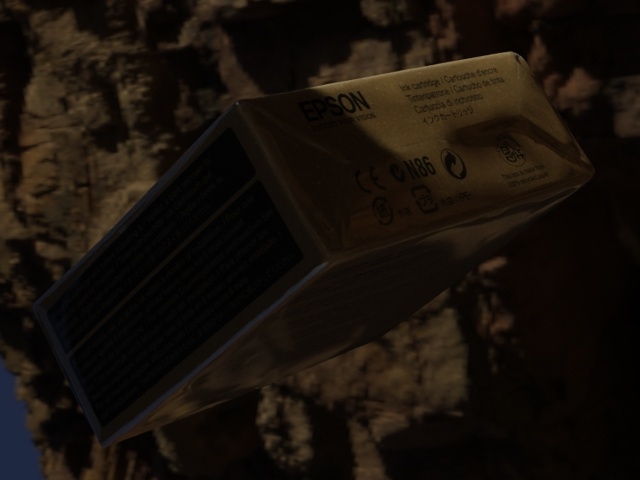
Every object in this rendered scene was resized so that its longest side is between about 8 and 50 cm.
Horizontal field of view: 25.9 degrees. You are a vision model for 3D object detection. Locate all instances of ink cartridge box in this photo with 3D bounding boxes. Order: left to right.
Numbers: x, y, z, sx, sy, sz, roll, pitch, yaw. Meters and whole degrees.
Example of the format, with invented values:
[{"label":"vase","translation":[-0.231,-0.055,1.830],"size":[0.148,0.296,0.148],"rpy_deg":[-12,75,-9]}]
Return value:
[{"label":"ink cartridge box","translation":[0.000,0.000,0.715],"size":[0.234,0.193,0.088],"rpy_deg":[-17,-107,-50]}]
